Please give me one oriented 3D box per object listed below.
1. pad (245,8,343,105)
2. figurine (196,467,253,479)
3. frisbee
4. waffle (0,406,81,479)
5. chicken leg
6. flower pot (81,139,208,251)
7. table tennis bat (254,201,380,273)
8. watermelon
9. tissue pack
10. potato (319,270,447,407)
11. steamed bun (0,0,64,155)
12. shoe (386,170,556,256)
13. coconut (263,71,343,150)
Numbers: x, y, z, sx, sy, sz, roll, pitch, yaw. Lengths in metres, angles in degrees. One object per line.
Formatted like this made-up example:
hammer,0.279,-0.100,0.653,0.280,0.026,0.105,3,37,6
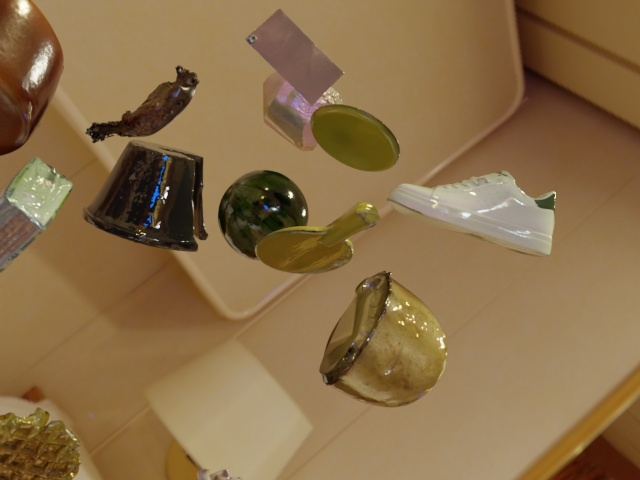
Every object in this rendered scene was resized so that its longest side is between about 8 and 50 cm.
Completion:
pad,-0.050,-0.373,1.568,0.188,0.113,0.006,44,-25,-7
figurine,-0.227,0.627,1.894,0.237,0.163,0.141,-24,-95,65
frisbee,0.080,-0.240,1.853,0.236,0.017,0.236,22,-26,11
waffle,-0.677,0.479,1.651,0.068,0.325,0.302,-118,-159,-44
chicken leg,-0.336,-0.241,1.461,0.051,0.253,0.106,49,21,-48
flower pot,-0.471,-0.141,2.189,0.379,0.251,0.379,15,11,-3
table tennis bat,0.000,0.000,1.745,0.224,0.054,0.369,18,-30,-30
watermelon,-0.149,-0.064,2.050,0.242,0.242,0.242,49,-10,12
tissue pack,-0.736,-0.023,1.789,0.128,0.311,0.228,43,21,-20
potato,0.142,0.214,1.538,0.242,0.243,0.285,54,24,-16
steamed bun,-0.635,-0.302,1.459,0.248,0.235,0.379,31,-34,-28
shoe,0.329,-0.088,1.630,0.363,0.160,0.132,17,-5,-4
coconut,-0.064,-0.414,2.344,0.245,0.233,0.233,39,-9,-5
